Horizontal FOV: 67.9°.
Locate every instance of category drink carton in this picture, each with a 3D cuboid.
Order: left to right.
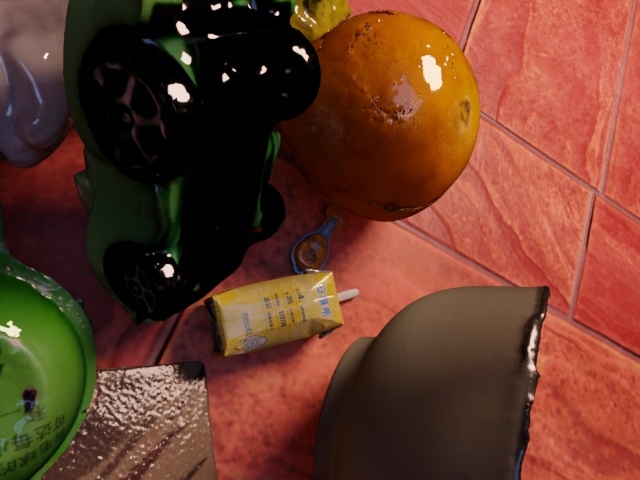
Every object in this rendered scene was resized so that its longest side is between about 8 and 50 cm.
[{"bbox_3d":[-0.029,0.080,0.562,0.200,0.074,0.084,-11,82,-23],"label":"drink carton"}]

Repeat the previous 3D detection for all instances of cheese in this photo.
[{"bbox_3d":[-0.275,0.065,0.346,0.203,0.083,0.321,-12,97,-42],"label":"cheese"},{"bbox_3d":[0.000,0.000,0.624,0.047,0.017,0.111,41,65,-12],"label":"cheese"}]

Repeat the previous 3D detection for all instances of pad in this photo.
[{"bbox_3d":[-0.236,0.221,0.399,0.330,0.004,0.220,5,61,-39],"label":"pad"}]

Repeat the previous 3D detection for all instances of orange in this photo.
[{"bbox_3d":[0.072,-0.146,0.574,0.240,0.240,0.240,6,75,-21],"label":"orange"}]

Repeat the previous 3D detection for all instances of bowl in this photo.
[{"bbox_3d":[0.112,0.204,0.491,0.185,0.354,0.354,8,68,25],"label":"bowl"}]

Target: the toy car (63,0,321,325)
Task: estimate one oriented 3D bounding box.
[{"bbox_3d":[-0.127,-0.103,0.432,0.176,0.359,0.213,28,37,14],"label":"toy car"}]

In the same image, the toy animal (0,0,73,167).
[{"bbox_3d":[-0.317,-0.174,0.462,0.257,0.194,0.357,32,48,13],"label":"toy animal"}]

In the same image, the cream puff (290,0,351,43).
[{"bbox_3d":[-0.076,-0.345,0.587,0.281,0.185,0.282,4,78,-19],"label":"cream puff"}]
